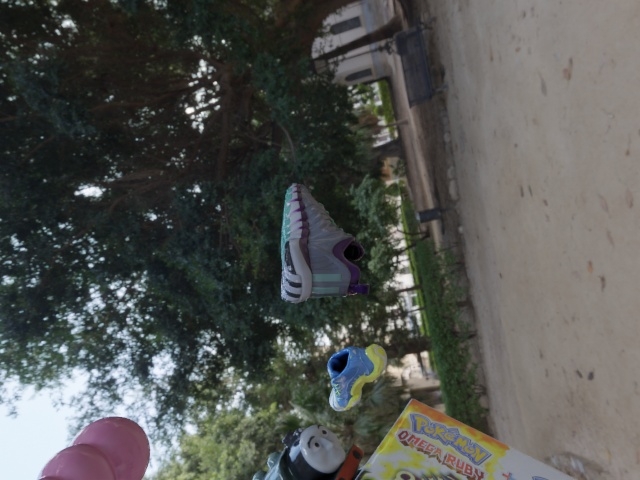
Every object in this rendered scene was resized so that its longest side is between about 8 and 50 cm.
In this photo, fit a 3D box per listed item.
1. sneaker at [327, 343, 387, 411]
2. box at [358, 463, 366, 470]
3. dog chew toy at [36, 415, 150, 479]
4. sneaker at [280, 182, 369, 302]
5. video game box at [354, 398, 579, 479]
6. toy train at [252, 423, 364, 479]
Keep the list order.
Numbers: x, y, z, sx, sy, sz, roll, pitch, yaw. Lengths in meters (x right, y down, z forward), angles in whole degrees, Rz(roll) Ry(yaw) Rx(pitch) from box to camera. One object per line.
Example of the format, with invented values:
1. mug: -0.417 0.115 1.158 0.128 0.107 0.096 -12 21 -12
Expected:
1. sneaker: 0.053 0.328 0.985 0.126 0.240 0.091 16 -149 -24
2. box: 0.138 0.516 0.749 0.181 0.182 0.119 45 -169 -14
3. dog chew toy: -0.569 0.573 0.971 0.332 0.207 0.206 -19 -84 -77
4. sneaker: 0.000 0.000 0.516 0.223 0.098 0.083 -96 14 -54
5. video game box: 0.108 0.210 0.245 0.187 0.205 0.048 -25 -55 -49
6. toy train: -0.033 0.423 0.605 0.190 0.334 0.142 36 -155 12
